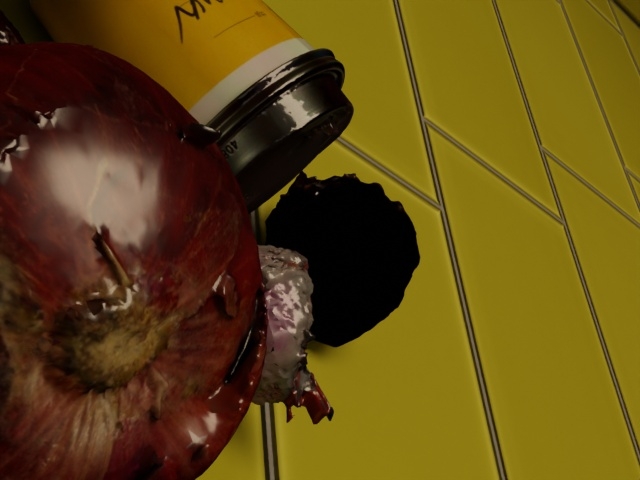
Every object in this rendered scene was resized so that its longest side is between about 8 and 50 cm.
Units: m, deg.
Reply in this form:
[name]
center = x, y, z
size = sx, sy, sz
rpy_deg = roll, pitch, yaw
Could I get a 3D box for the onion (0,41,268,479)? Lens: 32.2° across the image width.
[onion]
center = -0.163, 0.030, 0.607
size = 0.276, 0.276, 0.276
rpy_deg = 36, 34, -29

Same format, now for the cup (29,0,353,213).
[cup]
center = -0.118, -0.153, 0.925
size = 0.280, 0.196, 0.196
rpy_deg = 48, 29, 7

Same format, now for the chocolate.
[chocolate]
center = 0.000, 0.000, 1.013
size = 0.156, 0.156, 0.133
rpy_deg = 35, 3, -30

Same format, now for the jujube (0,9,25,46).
[jujube]
center = -0.280, -0.141, 0.763
size = 0.166, 0.104, 0.104
rpy_deg = 31, 34, -13

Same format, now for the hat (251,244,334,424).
[hat]
center = -0.108, 0.062, 0.807
size = 0.227, 0.129, 0.140
rpy_deg = 9, 67, -30
